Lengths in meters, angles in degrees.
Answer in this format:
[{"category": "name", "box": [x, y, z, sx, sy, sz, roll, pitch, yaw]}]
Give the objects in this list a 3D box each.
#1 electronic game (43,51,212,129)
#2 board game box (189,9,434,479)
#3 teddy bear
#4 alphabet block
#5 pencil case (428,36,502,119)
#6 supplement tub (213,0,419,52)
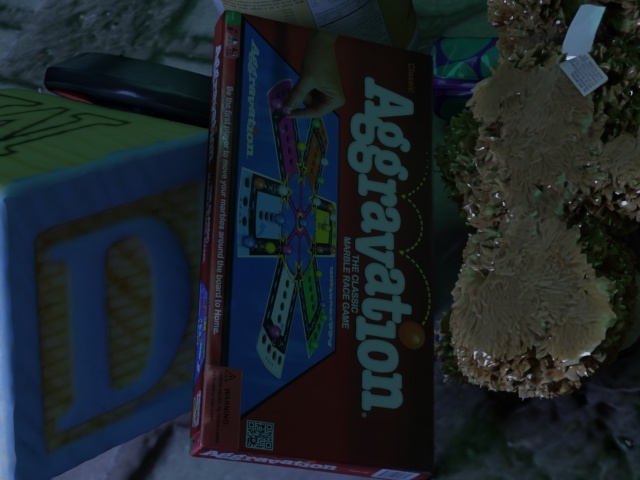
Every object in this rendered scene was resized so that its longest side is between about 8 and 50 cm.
[{"category": "electronic game", "box": [-0.085, -0.087, 1.054, 0.229, 0.229, 0.048, 14, 90, 36]}, {"category": "board game box", "box": [0.000, 0.000, 0.895, 0.145, 0.027, 0.281, 10, 65, -20]}, {"category": "teddy bear", "box": [0.168, -0.060, 0.912, 0.245, 0.113, 0.338, -21, 55, 30]}, {"category": "alphabet block", "box": [-0.193, 0.019, 0.938, 0.197, 0.192, 0.193, 15, 21, 35]}, {"category": "pencil case", "box": [0.153, -0.117, 1.078, 0.152, 0.064, 0.070, 5, 21, 30]}, {"category": "supplement tub", "box": [-0.007, -0.187, 1.123, 0.144, 0.199, 0.144, -12, 41, 11]}]
